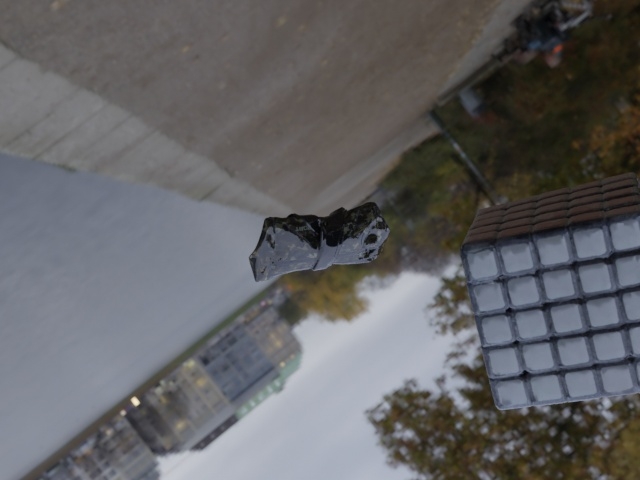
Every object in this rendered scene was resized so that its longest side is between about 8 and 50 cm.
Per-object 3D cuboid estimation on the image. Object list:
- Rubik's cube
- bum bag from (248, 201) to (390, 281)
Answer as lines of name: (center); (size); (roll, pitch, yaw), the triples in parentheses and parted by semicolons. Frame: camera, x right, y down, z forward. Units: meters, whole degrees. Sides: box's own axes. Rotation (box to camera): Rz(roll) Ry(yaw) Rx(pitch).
Rubik's cube: (0.334, 0.066, 1.352); (0.238, 0.237, 0.237); (-13, -170, 21)
bum bag: (0.000, -0.001, 1.679); (0.248, 0.069, 0.102); (-12, 128, -22)
